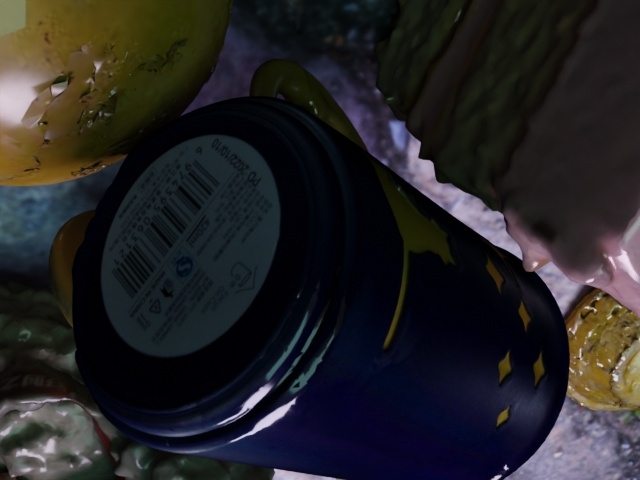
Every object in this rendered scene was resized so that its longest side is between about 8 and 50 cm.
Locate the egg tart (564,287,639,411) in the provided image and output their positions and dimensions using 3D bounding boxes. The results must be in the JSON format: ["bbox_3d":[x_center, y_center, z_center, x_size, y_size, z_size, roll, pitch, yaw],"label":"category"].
[{"bbox_3d":[0.328,0.109,0.817,0.191,0.074,0.191,-6,121,-11],"label":"egg tart"}]

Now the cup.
[{"bbox_3d":[-0.012,0.019,0.467,0.178,0.255,0.256,-48,142,9],"label":"cup"}]

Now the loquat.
[{"bbox_3d":[-0.160,-0.140,0.420,0.235,0.235,0.234,-8,122,-12],"label":"loquat"}]

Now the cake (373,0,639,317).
[{"bbox_3d":[0.241,-0.105,0.517,0.314,0.306,0.293,18,112,-26],"label":"cake"}]

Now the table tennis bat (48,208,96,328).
[{"bbox_3d":[-0.056,0.056,0.612,0.321,0.198,0.050,15,119,-49],"label":"table tennis bat"}]

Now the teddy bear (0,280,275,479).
[{"bbox_3d":[-0.230,0.207,0.630,0.358,0.224,0.367,19,117,-5],"label":"teddy bear"}]
